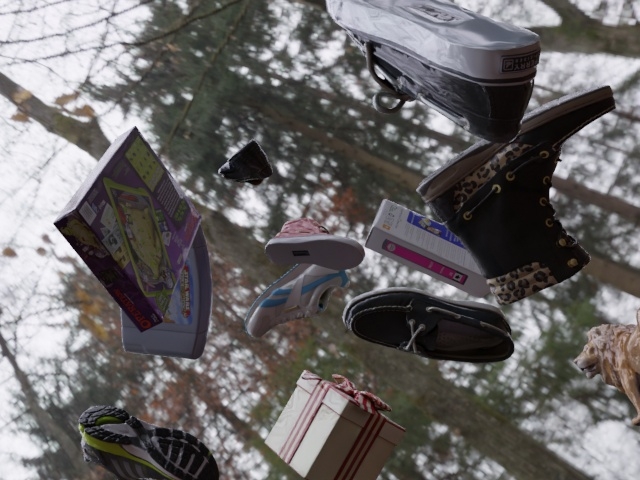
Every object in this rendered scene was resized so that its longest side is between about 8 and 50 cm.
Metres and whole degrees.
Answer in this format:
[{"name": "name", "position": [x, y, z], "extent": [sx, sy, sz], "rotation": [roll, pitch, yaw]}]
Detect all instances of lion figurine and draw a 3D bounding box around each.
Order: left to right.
[{"name": "lion figurine", "position": [0.635, 0.207, 1.527], "extent": [0.142, 0.240, 0.392], "rotation": [-2, -34, -10]}]

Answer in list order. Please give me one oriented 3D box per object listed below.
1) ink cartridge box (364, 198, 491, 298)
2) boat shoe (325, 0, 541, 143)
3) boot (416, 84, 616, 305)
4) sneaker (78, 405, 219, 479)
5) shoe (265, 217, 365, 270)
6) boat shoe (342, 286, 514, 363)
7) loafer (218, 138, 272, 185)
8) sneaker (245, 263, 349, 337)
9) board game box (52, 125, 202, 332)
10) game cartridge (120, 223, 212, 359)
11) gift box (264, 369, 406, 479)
[{"name": "ink cartridge box", "position": [0.291, 0.030, 1.816], "extent": [0.175, 0.371, 0.069], "rotation": [-61, -7, -63]}, {"name": "boat shoe", "position": [0.098, -0.181, 0.779], "extent": [0.113, 0.306, 0.104], "rotation": [-17, -56, -27]}, {"name": "boot", "position": [0.398, -0.078, 1.420], "extent": [0.377, 0.138, 0.284], "rotation": [-30, -88, 11]}, {"name": "sneaker", "position": [-0.341, 0.434, 1.576], "extent": [0.111, 0.300, 0.121], "rotation": [-55, -14, -55]}, {"name": "shoe", "position": [0.000, 0.000, 1.317], "extent": [0.081, 0.178, 0.063], "rotation": [-57, -41, -46]}, {"name": "boat shoe", "position": [0.192, 0.153, 1.377], "extent": [0.303, 0.091, 0.114], "rotation": [2, -59, -8]}, {"name": "loafer", "position": [-0.119, -0.111, 1.267], "extent": [0.062, 0.170, 0.061], "rotation": [-42, -83, -12]}, {"name": "sneaker", "position": [-0.049, 0.117, 1.505], "extent": [0.229, 0.092, 0.087], "rotation": [-42, -16, 13]}, {"name": "board game box", "position": [-0.287, -0.032, 1.248], "extent": [0.056, 0.346, 0.208], "rotation": [-31, -68, 16]}, {"name": "game cartridge", "position": [-0.317, 0.093, 1.619], "extent": [0.062, 0.198, 0.297], "rotation": [-17, -73, -63]}, {"name": "gift box", "position": [0.036, 0.488, 2.046], "extent": [0.276, 0.255, 0.258], "rotation": [37, -99, -37]}]
